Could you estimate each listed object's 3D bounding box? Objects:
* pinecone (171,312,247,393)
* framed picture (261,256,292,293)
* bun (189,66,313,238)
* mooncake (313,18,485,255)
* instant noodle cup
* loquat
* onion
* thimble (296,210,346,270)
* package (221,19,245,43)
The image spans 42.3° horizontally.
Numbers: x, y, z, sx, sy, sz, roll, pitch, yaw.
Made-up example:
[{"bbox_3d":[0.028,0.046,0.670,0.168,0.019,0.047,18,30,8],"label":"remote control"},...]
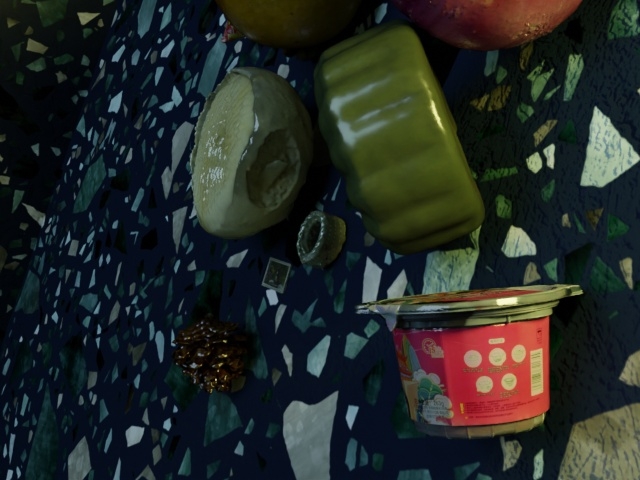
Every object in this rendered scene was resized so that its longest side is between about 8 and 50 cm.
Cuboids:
[{"bbox_3d":[-0.232,0.241,1.754,0.174,0.174,0.173,-27,55,47],"label":"pinecone"},{"bbox_3d":[-0.092,0.074,1.752,0.089,0.007,0.066,17,89,56],"label":"framed picture"},{"bbox_3d":[-0.132,-0.177,1.746,0.364,0.202,0.364,-29,56,54],"label":"bun"},{"bbox_3d":[0.117,-0.155,1.276,0.187,0.351,0.351,-18,56,14],"label":"mooncake"},{"bbox_3d":[0.204,0.161,1.109,0.303,0.258,0.181,-5,88,10],"label":"instant noodle cup"},{"bbox_3d":[-0.059,-0.530,1.724,0.328,0.359,0.328,-10,42,9],"label":"loquat"},{"bbox_3d":[0.240,-0.439,1.237,0.345,0.358,0.358,77,-177,-57],"label":"onion"},{"bbox_3d":[0.000,0.000,1.605,0.084,0.062,0.110,12,87,54],"label":"thimble"},{"bbox_3d":[-0.130,-0.609,2.017,0.288,0.108,0.223,-8,64,45],"label":"package"}]
